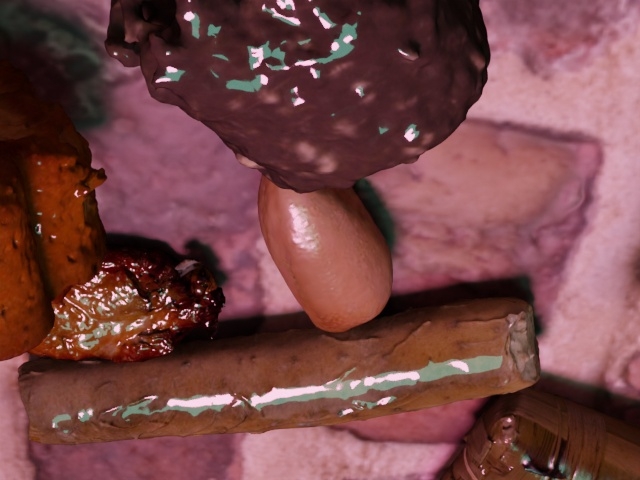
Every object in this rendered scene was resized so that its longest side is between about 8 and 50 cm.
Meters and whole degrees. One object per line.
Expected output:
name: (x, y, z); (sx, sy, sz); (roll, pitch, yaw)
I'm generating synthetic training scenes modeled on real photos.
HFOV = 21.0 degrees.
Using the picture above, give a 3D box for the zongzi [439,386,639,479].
zongzi: (0.183, 0.201, 1.317); (0.189, 0.081, 0.178); (21, 130, -11)

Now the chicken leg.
chicken leg: (-0.190, 0.028, 1.177); (0.253, 0.051, 0.106); (16, 123, -15)

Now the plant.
plant: (-0.017, -0.147, 0.941); (0.204, 0.178, 0.234); (-22, 135, 18)

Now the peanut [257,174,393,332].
peanut: (0.000, 0.000, 1.141); (0.076, 0.076, 0.152); (-17, 127, 13)

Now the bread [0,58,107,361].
bread: (-0.241, -0.021, 1.017); (0.232, 0.247, 0.135); (-1, 121, -16)

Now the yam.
yam: (-0.030, 0.098, 1.230); (0.371, 0.083, 0.083); (-9, 132, 7)
